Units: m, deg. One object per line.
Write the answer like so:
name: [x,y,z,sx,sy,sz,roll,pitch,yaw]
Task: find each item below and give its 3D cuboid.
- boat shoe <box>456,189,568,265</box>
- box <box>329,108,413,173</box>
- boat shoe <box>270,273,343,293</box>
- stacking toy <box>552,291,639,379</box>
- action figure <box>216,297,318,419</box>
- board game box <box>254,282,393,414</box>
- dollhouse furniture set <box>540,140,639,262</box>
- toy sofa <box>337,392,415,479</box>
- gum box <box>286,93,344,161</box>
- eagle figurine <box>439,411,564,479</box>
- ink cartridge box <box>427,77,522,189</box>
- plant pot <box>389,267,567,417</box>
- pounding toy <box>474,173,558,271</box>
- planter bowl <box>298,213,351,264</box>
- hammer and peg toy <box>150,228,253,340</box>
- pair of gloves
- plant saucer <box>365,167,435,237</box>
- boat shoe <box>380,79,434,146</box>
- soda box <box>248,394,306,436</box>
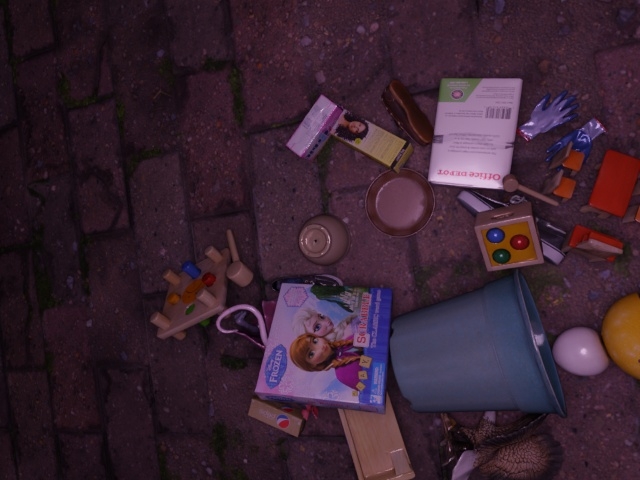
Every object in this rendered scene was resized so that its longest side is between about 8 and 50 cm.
boat shoe: [0.505,-0.060,1.119,0.306,0.113,0.105,34,95,12]
box: [0.144,-0.285,1.245,0.232,0.058,0.087,33,93,22]
boat shoe: [-0.047,0.140,1.332,0.228,0.076,0.080,5,93,19]
stacking toy: [0.775,0.215,0.966,0.480,0.350,0.350,-28,82,34]
action figure: [-0.093,0.340,1.265,0.248,0.276,0.370,-32,68,11]
board game box: [0.021,0.266,1.135,0.318,0.066,0.318,1,53,13]
dollhouse furniture set: [0.663,-0.085,1.001,0.262,0.135,0.259,22,81,9]
toy sofa: [0.126,0.473,1.210,0.150,0.177,0.362,-17,86,0]
gum box: [-0.007,-0.333,1.288,0.062,0.107,0.188,41,104,13]
eagle figurine: [0.463,0.509,1.110,0.298,0.226,0.225,-3,72,24]
ink cartridge box: [0.403,-0.273,1.144,0.198,0.115,0.273,8,94,19]
plant pot: [0.373,0.274,1.077,0.334,0.341,0.341,-19,85,27]
pounding toy: [0.458,-0.045,1.011,0.181,0.094,0.206,-13,113,30]
planter bowl: [0.000,0.000,1.295,0.162,0.109,0.162,1,92,18]
hammer and peg toy: [-0.348,0.137,1.360,0.361,0.127,0.266,-27,39,17]
pair of gloves: [0.621,-0.280,1.119,0.159,0.023,0.198,-42,78,17]
plant saucer: [0.229,-0.108,1.251,0.198,0.036,0.198,1,93,19]
boat shoe: [0.243,-0.349,1.228,0.207,0.073,0.073,62,145,11]
soda box: [-0.136,0.553,1.385,0.181,0.058,0.061,16,97,17]
